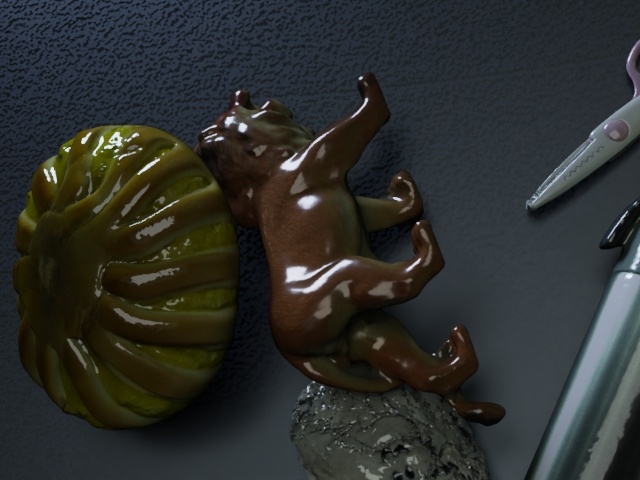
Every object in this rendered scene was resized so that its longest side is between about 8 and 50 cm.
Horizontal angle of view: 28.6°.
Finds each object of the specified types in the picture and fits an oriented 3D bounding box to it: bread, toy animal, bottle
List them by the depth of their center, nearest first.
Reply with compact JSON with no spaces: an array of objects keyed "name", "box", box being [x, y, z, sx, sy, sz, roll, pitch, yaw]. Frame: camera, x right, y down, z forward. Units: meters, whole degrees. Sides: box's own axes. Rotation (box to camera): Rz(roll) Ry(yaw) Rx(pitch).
[{"name":"bottle","box":[0.196,0.087,0.812,0.096,0.079,0.253,26,81,4]},{"name":"toy animal","box":[0.000,0.000,0.863,0.157,0.097,0.312,-20,53,5]},{"name":"bread","box":[-0.142,0.024,0.864,0.213,0.105,0.213,-6,80,40]}]

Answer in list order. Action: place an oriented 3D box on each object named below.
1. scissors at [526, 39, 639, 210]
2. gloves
[{"name":"scissors","box":[0.214,-0.079,0.893,0.176,0.022,0.085,-39,72,-5]},{"name":"gloves","box":[0.050,0.144,0.833,0.114,0.070,0.153,-35,68,0]}]
